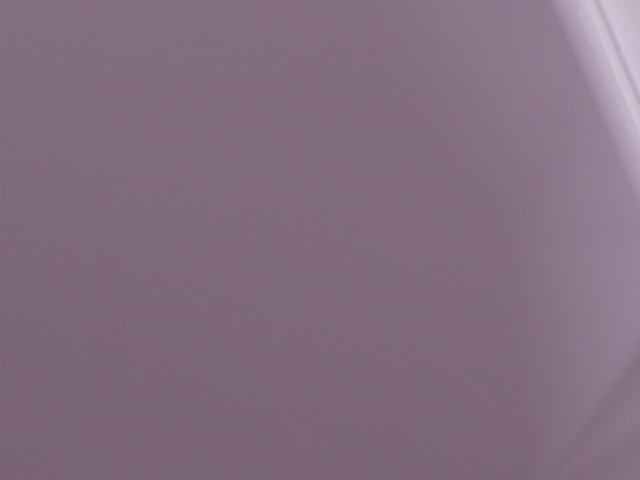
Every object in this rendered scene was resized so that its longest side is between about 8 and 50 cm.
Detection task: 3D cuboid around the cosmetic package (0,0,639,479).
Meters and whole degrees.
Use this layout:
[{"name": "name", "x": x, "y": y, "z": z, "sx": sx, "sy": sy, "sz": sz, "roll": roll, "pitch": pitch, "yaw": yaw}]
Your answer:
[{"name": "cosmetic package", "x": 0.000, "y": 0.000, "z": 0.559, "sx": 0.327, "sy": 0.329, "sz": 0.393, "roll": 65, "pitch": 23, "yaw": -8}]
